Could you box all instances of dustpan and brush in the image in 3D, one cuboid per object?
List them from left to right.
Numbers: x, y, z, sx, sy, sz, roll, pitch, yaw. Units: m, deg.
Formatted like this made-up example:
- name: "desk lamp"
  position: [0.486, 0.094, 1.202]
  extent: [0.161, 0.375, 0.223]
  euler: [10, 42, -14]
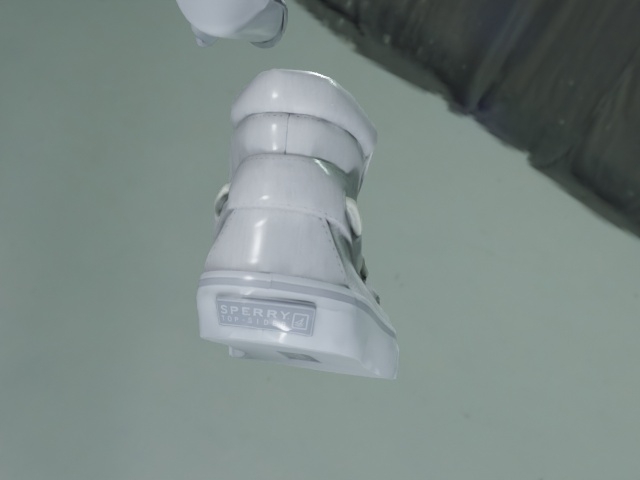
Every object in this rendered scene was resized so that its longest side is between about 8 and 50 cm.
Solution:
- name: "dustpan and brush"
  position: [-0.057, -0.161, 0.692]
  extent: [0.060, 0.211, 0.147]
  euler: [-7, 77, -28]

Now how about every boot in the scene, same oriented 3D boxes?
- name: "boot"
  position: [0.000, 0.000, 0.586]
  extent: [0.095, 0.258, 0.123]
  euler: [8, 81, 3]
